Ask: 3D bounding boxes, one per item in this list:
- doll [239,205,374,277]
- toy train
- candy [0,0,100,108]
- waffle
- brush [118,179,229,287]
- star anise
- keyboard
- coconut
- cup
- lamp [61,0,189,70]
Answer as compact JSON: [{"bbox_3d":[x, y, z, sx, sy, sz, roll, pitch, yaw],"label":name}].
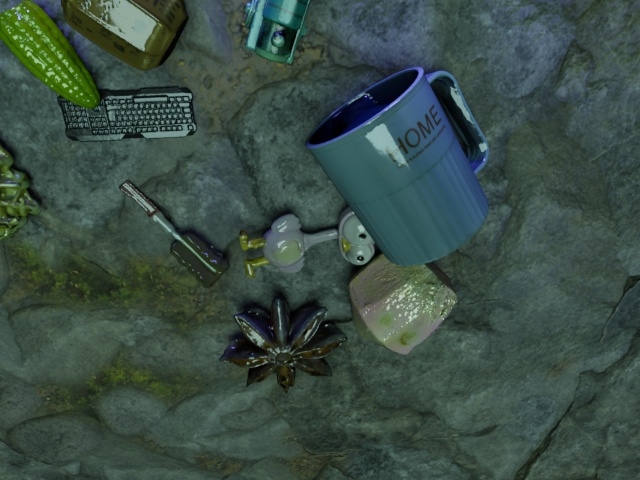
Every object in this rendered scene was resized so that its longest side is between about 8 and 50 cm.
[{"bbox_3d":[0.000,-0.001,1.144,0.365,0.094,0.160,-6,121,-3],"label":"doll"},{"bbox_3d":[-0.049,-0.452,0.840,0.120,0.194,0.298,14,116,-16],"label":"toy train"},{"bbox_3d":[-0.491,-0.332,0.906,0.096,0.097,0.209,-32,120,10],"label":"candy"},{"bbox_3d":[-0.764,-0.099,1.003,0.317,0.073,0.297,-30,118,8],"label":"waffle"},{"bbox_3d":[-0.334,-0.019,1.116,0.084,0.071,0.301,-44,107,-2],"label":"brush"},{"bbox_3d":[-0.093,0.264,1.262,0.331,0.118,0.332,-4,127,-5],"label":"star anise"},{"bbox_3d":[-0.389,-0.254,1.000,0.262,0.016,0.106,-4,118,-5],"label":"keyboard"},{"bbox_3d":[0.183,0.146,1.174,0.233,0.233,0.245,39,104,-24],"label":"coconut"},{"bbox_3d":[0.172,-0.156,1.006,0.256,0.331,0.311,-19,117,36],"label":"cup"},{"bbox_3d":[-0.337,-0.401,0.855,0.185,0.161,0.161,32,110,-19],"label":"lamp"}]
